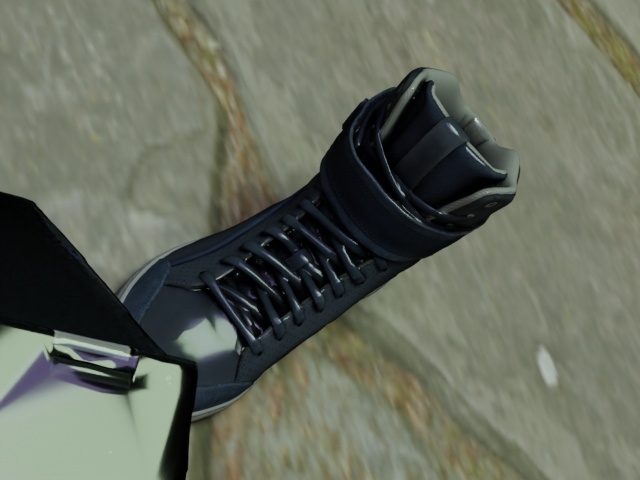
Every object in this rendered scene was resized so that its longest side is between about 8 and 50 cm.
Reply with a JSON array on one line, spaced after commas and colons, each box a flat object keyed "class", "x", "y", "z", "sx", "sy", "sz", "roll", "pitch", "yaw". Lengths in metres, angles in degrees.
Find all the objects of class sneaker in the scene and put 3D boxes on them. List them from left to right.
[{"class": "sneaker", "x": -0.001, "y": -0.002, "z": 0.937, "sx": 0.226, "sy": 0.163, "sz": 0.086, "roll": -34, "pitch": 87, "yaw": -41}]

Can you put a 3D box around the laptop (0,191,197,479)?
[{"class": "laptop", "x": -0.266, "y": 0.085, "z": 0.686, "sx": 0.382, "sy": 0.236, "sz": 0.408, "roll": 15, "pitch": 65, "yaw": -24}]
